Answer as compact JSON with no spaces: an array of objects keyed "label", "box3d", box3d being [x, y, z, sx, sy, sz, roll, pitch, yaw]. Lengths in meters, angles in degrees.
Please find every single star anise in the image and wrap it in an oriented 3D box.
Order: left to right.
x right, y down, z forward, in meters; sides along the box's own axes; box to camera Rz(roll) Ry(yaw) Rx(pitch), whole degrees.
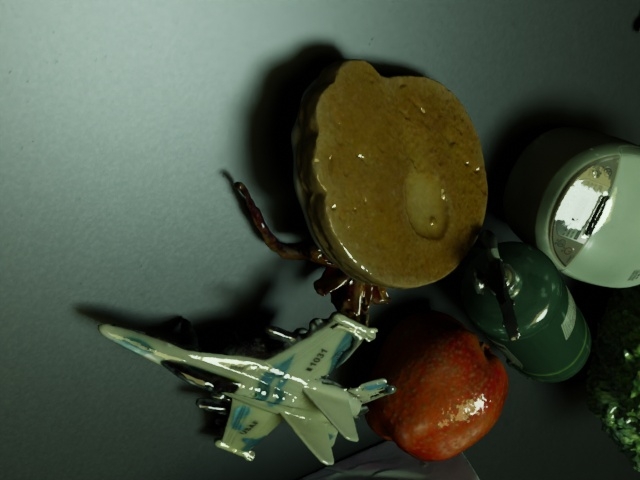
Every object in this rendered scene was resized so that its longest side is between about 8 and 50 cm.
[{"label":"star anise","box3d":[0.000,0.000,0.798,0.191,0.070,0.097,45,60,-40]}]

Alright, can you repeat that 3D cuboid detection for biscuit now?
[{"label":"biscuit","box3d":[0.057,-0.051,0.778,0.208,0.049,0.181,-2,89,-45]}]

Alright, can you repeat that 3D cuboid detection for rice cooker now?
[{"label":"rice cooker","box3d":[0.269,-0.034,0.919,0.206,0.127,0.145,9,112,-41]}]

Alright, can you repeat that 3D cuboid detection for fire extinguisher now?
[{"label":"fire extinguisher","box3d":[0.185,0.061,0.881,0.093,0.118,0.294,-20,155,16]}]

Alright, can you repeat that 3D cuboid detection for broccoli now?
[{"label":"broccoli","box3d":[0.421,0.108,1.048,0.260,0.235,0.288,-2,124,-6]}]

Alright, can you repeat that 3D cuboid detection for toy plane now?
[{"label":"toy plane","box3d":[-0.065,0.107,0.797,0.262,0.088,0.192,31,119,-22]}]

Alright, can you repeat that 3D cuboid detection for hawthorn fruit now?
[{"label":"hawthorn fruit","box3d":[0.110,0.146,0.909,0.138,0.133,0.133,-46,132,0]}]

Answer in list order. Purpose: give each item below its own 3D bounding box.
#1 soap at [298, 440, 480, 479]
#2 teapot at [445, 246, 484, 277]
[{"label":"soap","box3d":[0.062,0.325,0.881,0.208,0.347,0.115,-1,114,9]},{"label":"teapot","box3d":[0.110,0.023,0.899,0.110,0.043,0.043,0,116,-37]}]
